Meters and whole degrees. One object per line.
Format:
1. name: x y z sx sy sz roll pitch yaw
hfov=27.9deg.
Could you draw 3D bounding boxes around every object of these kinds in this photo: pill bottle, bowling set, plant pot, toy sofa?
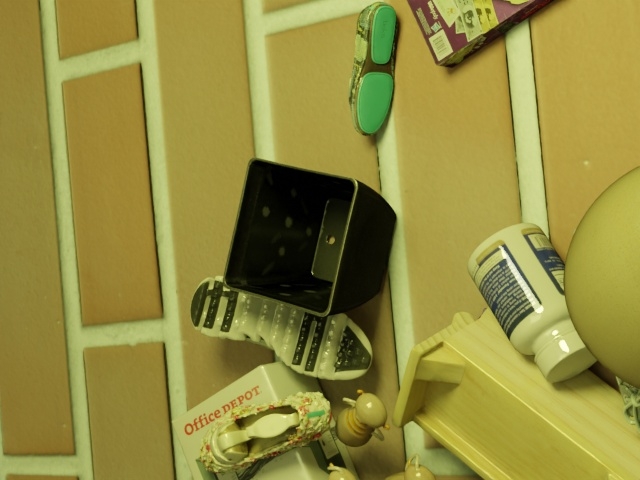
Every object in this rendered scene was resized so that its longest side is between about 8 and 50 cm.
1. pill bottle: 0.276 0.081 1.637 0.112 0.112 0.187 -45 57 28
2. bowling set: 0.068 0.367 1.707 0.287 0.200 0.154 49 158 8
3. plant pot: 0.000 0.000 1.810 0.188 0.167 0.187 14 93 34
4. plant pot: 0.416 0.016 1.423 0.284 0.191 0.284 -3 67 7
5. toy sofa: 0.282 0.250 1.650 0.362 0.177 0.150 37 136 29

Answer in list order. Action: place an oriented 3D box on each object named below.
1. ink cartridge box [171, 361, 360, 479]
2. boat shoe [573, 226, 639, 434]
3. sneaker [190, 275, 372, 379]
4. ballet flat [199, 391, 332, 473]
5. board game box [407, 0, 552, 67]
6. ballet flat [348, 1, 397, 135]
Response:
1. ink cartridge box: -0.069 0.347 1.898 0.211 0.121 0.289 -34 71 30
2. boat shoe: 0.383 0.125 1.544 0.118 0.103 0.320 -39 56 57
3. sneaker: -0.045 0.127 1.888 0.292 0.118 0.110 20 88 27
4. ballet flat: -0.093 0.265 1.794 0.241 0.077 0.091 -28 75 29
5. board game box: 0.180 -0.436 1.754 0.208 0.056 0.347 -32 73 36
6. ballet flat: 0.070 -0.244 1.834 0.070 0.070 0.188 15 98 35
